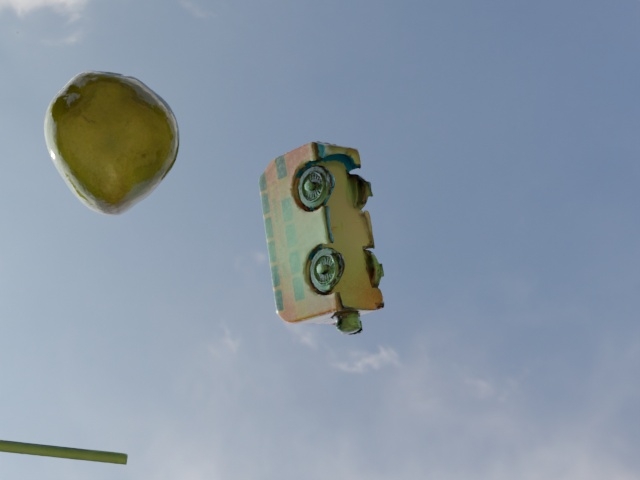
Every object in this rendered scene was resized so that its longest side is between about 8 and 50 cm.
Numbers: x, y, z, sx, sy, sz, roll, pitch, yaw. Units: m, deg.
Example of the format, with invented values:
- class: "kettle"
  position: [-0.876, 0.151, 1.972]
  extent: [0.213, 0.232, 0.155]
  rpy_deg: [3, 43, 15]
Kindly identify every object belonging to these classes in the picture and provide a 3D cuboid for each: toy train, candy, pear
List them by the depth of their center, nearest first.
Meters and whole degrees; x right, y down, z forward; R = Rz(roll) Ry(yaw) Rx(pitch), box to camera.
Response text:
- class: "pear"
  position: [-0.145, -0.066, 0.696]
  extent: [0.092, 0.092, 0.097]
  rpy_deg: [11, -82, -18]
- class: "candy"
  position: [-0.319, 0.180, 0.919]
  extent: [0.287, 0.084, 0.078]
  rpy_deg: [8, -60, -13]
- class: "toy train"
  position: [0.000, 0.000, 0.974]
  extent: [0.072, 0.099, 0.188]
  rpy_deg: [6, -108, -49]
